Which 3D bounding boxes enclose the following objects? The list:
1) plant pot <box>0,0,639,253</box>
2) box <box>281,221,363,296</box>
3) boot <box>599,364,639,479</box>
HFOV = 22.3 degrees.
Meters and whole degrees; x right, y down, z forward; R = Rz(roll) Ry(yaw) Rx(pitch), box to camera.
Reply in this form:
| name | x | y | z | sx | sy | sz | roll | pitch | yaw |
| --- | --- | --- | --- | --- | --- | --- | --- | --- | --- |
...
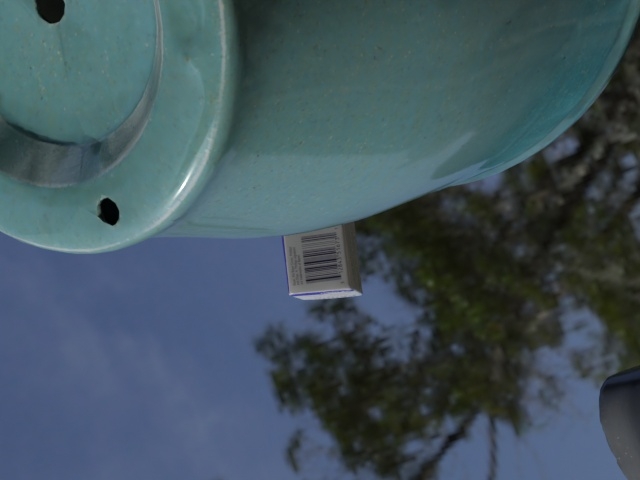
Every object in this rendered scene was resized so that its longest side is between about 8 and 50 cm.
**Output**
| name | x | y | z | sx | sy | sz | roll | pitch | yaw |
| --- | --- | --- | --- | --- | --- | --- | --- | --- | --- |
| plant pot | -0.039 | -0.117 | 0.663 | 0.255 | 0.271 | 0.272 | -29 | -84 | -50 |
| box | 0.000 | 0.000 | 1.789 | 0.137 | 0.072 | 0.126 | 36 | -133 | -81 |
| boot | 0.343 | 0.073 | 1.252 | 0.146 | 0.445 | 0.367 | -32 | -96 | -20 |
